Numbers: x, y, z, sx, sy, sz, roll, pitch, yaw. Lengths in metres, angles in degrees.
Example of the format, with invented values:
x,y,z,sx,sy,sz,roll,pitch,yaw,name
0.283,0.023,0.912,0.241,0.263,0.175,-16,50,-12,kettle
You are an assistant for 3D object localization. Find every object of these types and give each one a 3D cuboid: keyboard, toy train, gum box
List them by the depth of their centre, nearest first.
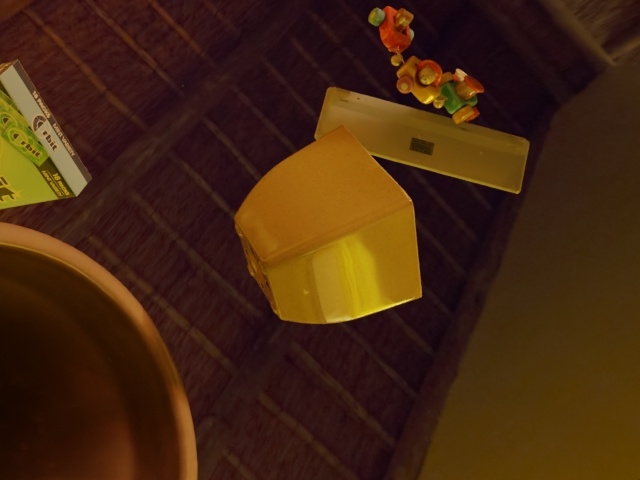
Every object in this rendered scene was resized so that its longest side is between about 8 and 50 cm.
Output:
x,y,z,sx,sy,sz,roll,pitch,yaw,name
-0.374,-0.109,0.951,0.184,0.041,0.157,-7,-53,25,gum box
0.132,-0.207,0.974,0.166,0.125,0.046,26,-43,-30,toy train
0.124,-0.122,1.023,0.256,0.014,0.072,15,-101,-1,keyboard

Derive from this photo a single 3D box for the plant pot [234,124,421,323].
x,y,z,sx,sy,sz,roll,pitch,yaw,name
0.000,0.000,0.482,0.083,0.081,0.081,-26,-43,-13,plant pot

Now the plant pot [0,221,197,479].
x,y,z,sx,sy,sz,roll,pitch,yaw,name
-0.239,0.136,0.474,0.229,0.263,0.263,-14,-74,37,plant pot
